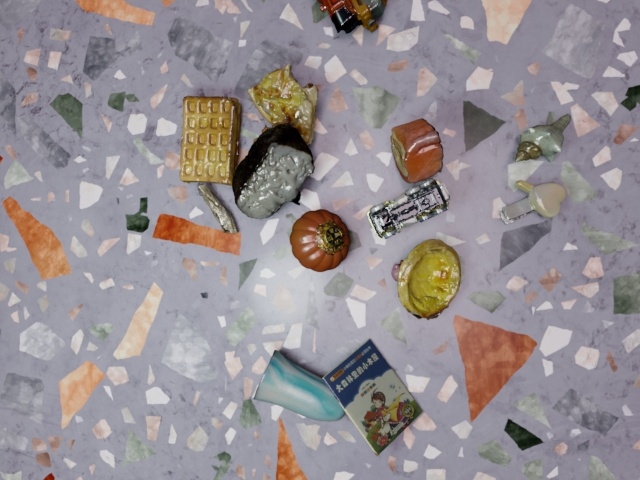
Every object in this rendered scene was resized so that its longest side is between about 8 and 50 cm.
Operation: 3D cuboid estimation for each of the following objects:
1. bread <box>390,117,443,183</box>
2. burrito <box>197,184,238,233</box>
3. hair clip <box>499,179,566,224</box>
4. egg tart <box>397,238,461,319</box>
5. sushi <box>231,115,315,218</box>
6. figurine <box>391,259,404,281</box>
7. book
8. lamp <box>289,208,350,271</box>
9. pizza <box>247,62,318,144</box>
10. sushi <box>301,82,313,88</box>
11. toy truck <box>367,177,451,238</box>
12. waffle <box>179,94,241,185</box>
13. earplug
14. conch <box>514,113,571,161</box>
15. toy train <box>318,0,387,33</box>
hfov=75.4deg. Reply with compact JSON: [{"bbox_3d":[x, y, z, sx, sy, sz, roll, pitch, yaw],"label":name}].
[{"bbox_3d":[0.313,-0.305,1.383,0.123,0.244,0.190,-13,124,2],"label":"bread"},{"bbox_3d":[-0.392,-0.114,1.573,0.063,0.058,0.229,-36,94,23],"label":"burrito"},{"bbox_3d":[0.715,-0.136,1.397,0.219,0.071,0.159,-24,84,4],"label":"hair clip"},{"bbox_3d":[0.362,0.129,1.411,0.279,0.095,0.278,-5,102,-22],"label":"egg tart"},{"bbox_3d":[-0.165,-0.235,1.468,0.348,0.234,0.207,-45,41,22],"label":"sushi"},{"bbox_3d":[0.284,0.113,1.461,0.071,0.067,0.083,-40,118,17],"label":"figurine"},{"bbox_3d":[0.185,0.547,1.459,0.228,0.018,0.322,-35,85,-20],"label":"book"},{"bbox_3d":[0.000,0.000,1.444,0.223,0.196,0.223,4,81,-28],"label":"lamp"},{"bbox_3d":[-0.126,-0.495,1.479,0.323,0.089,0.223,43,129,7],"label":"pizza"},{"bbox_3d":[-0.067,-0.531,1.525,0.118,0.061,0.060,-40,65,-11],"label":"sushi"},{"bbox_3d":[0.308,-0.113,1.419,0.272,0.157,0.124,-26,89,21],"label":"toy truck"},{"bbox_3d":[-0.417,-0.374,1.563,0.224,0.098,0.327,5,94,11],"label":"waffle"},{"bbox_3d":[-0.055,0.541,1.479,0.324,0.185,0.185,23,94,3],"label":"earplug"},{"bbox_3d":[0.746,-0.321,1.367,0.234,0.114,0.137,-17,101,3],"label":"conch"},{"bbox_3d":[0.080,-0.900,1.446,0.232,0.163,0.369,-24,87,22],"label":"toy train"}]
